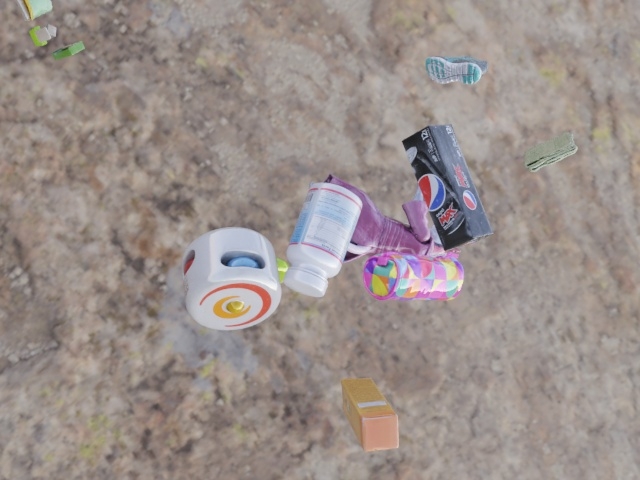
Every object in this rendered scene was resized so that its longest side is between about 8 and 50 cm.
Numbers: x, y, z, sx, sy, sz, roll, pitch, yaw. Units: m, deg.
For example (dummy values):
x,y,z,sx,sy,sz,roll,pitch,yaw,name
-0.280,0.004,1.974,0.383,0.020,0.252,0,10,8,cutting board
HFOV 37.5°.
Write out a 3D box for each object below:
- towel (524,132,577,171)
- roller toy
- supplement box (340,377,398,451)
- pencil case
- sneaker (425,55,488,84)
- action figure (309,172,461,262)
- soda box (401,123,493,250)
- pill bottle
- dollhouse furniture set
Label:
x,y,z,sx,sy,sz,roll,pitch,yaw,name
0.466,-0.178,1.914,0.027,0.110,0.148,64,16,-12,towel
-0.178,0.083,1.866,0.191,0.209,0.146,49,22,-48,roller toy
0.100,0.361,1.985,0.080,0.233,0.078,-6,103,-11,supplement box
0.191,0.071,1.901,0.236,0.104,0.104,1,62,-48,pencil case
0.325,-0.408,2.232,0.076,0.166,0.065,-30,127,-38,sneaker
0.141,-0.013,2.097,0.370,0.248,0.276,14,29,-8,action figure
0.176,-0.074,1.306,0.060,0.053,0.169,-11,77,-49,soda box
0.000,0.000,1.428,0.087,0.087,0.160,29,71,-25,pill bottle
-0.518,-0.423,1.802,0.076,0.058,0.152,-45,119,-46,dollhouse furniture set
